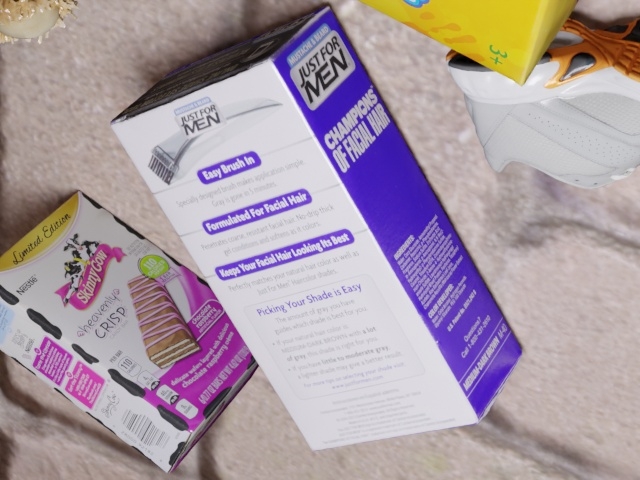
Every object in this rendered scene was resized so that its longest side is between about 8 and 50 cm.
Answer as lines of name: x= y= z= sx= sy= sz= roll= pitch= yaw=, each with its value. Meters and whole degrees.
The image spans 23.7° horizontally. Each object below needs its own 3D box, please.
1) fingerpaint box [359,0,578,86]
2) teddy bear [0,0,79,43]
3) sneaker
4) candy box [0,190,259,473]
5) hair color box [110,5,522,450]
fingerpaint box: x=0.023 y=-0.339 z=0.852 sx=0.371 sy=0.163 sz=0.445 roll=29 pitch=154 yaw=10
teddy bear: x=-0.287 y=-0.293 z=1.153 sx=0.245 sy=0.113 sz=0.338 roll=-14 pitch=124 yaw=13
sneaker: x=0.220 y=-0.089 z=1.065 sx=0.262 sy=0.099 sz=0.121 roll=10 pitch=134 yaw=35
candy box: x=-0.178 y=0.078 z=1.372 sx=0.233 sy=0.159 sz=0.071 roll=35 pitch=131 yaw=6
hair color box: x=0.000 y=0.000 z=1.243 sx=0.185 sy=0.110 sz=0.339 roll=-16 pitch=113 yaw=39
